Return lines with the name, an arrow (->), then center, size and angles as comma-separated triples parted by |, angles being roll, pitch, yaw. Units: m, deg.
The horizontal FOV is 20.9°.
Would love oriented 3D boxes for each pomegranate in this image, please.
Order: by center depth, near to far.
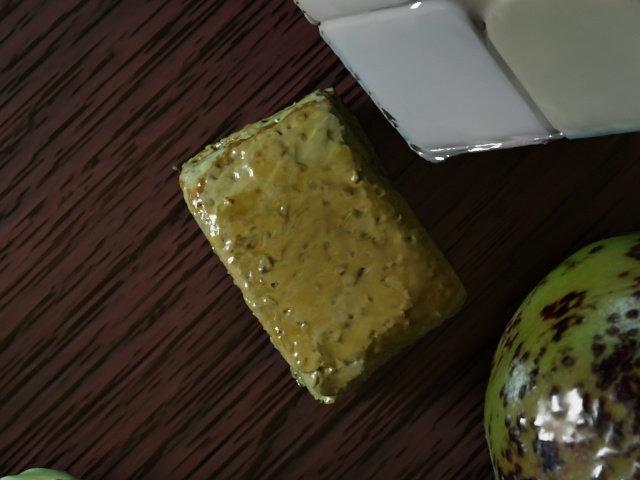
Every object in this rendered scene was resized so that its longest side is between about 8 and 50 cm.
pomegranate -> 0.202, 0.163, 1.149 | 0.340, 0.285, 0.285 | -40, 93, 26

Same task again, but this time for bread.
bread -> 0.000, 0.000, 1.192 | 0.138, 0.102, 0.196 | -30, 90, -8

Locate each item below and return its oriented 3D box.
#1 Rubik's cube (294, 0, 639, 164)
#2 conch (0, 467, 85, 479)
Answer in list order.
Rubik's cube -> 0.150, -0.288, 0.917 | 0.346, 0.347, 0.344 | 49, 54, -33
conch -> -0.155, 0.234, 1.153 | 0.250, 0.137, 0.143 | 20, 86, -4
